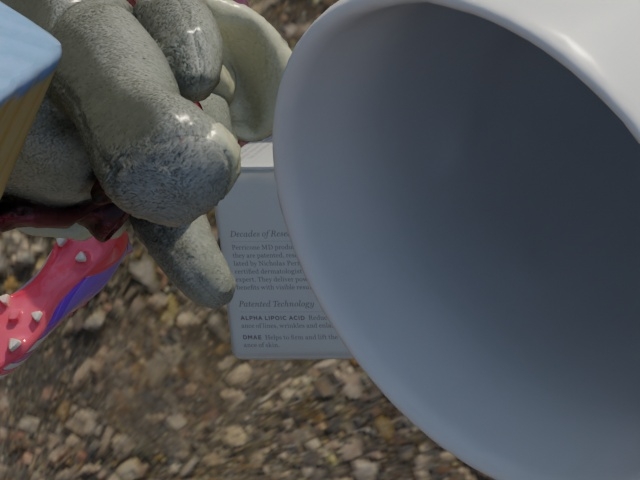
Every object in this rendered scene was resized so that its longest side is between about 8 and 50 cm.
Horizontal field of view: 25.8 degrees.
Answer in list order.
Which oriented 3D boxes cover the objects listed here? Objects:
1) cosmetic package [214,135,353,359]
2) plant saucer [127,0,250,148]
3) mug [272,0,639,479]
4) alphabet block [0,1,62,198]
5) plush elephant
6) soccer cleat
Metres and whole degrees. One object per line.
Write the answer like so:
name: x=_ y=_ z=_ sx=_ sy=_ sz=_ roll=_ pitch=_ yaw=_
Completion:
cosmetic package: x=0.000 y=0.000 z=1.301 sx=0.151 sy=0.151 sz=0.183 roll=-2 pitch=106 yaw=16
plant saucer: x=-0.190 y=-0.214 z=1.505 sx=0.084 sy=0.332 sz=0.332 roll=-32 pitch=85 yaw=-31
mug: x=0.217 y=-0.029 z=0.735 sx=0.328 sy=0.276 sz=0.374 roll=-33 pitch=72 yaw=-34
alphabet block: x=-0.267 y=-0.033 z=0.655 sx=0.192 sy=0.197 sz=0.193 roll=32 pitch=31 yaw=3
plush elephant: x=-0.142 y=-0.060 z=0.941 sx=0.272 sy=0.255 sz=0.330 roll=-33 pitch=53 yaw=19
soccer cleat: x=-0.304 y=0.073 z=1.552 sx=0.083 sy=0.095 sz=0.248 roll=37 pitch=83 yaw=27
